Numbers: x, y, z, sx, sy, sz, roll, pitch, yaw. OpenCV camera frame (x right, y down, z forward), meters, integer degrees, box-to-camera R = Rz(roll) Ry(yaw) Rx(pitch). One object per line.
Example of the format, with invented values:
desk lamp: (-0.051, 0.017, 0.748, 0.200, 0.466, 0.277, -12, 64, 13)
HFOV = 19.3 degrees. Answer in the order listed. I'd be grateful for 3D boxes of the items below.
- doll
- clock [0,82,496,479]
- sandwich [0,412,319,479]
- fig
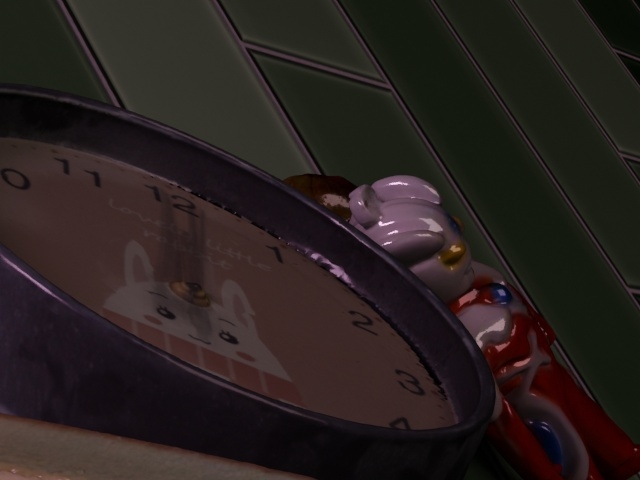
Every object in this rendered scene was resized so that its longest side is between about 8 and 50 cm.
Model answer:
doll: (0.136, 0.093, 1.381, 0.384, 0.099, 0.188, 44, 23, -28)
clock: (-0.076, 0.033, 1.080, 0.386, 0.076, 0.386, 26, 18, -9)
sandwich: (-0.104, 0.147, 0.819, 0.186, 0.220, 0.108, 42, 27, -9)
fig: (0.000, 0.000, 1.392, 0.084, 0.082, 0.098, 15, 76, -70)
